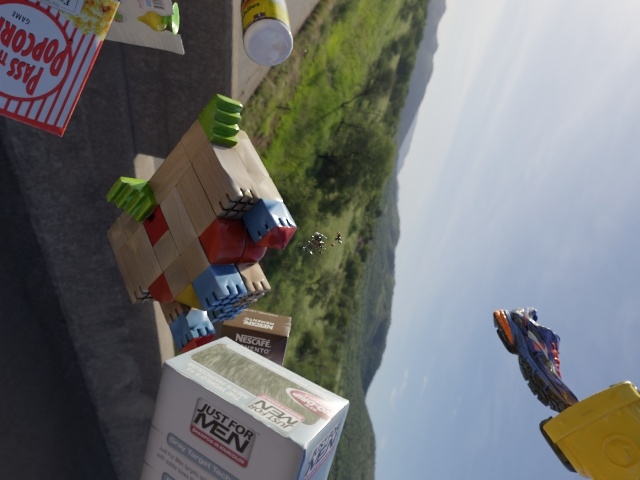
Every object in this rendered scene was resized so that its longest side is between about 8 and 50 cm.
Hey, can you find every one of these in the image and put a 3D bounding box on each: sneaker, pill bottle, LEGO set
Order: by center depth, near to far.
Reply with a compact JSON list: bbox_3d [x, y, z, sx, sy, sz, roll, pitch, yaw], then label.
[{"bbox_3d":[0.388,0.197,0.786,0.221,0.087,0.083,-106,171,-48],"label":"sneaker"},{"bbox_3d":[0.001,0.002,0.916,0.023,0.083,0.054,-120,-148,-49],"label":"LEGO set"},{"bbox_3d":[-0.135,-0.537,1.093,0.117,0.118,0.214,93,-11,-56],"label":"pill bottle"}]

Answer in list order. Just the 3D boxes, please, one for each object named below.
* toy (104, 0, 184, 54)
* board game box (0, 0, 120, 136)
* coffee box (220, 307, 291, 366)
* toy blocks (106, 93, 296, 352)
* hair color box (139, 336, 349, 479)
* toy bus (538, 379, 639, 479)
[{"bbox_3d":[-0.324,-0.350,0.647,0.137,0.238,0.056,121,-20,-75],"label":"toy"},{"bbox_3d":[-0.311,-0.226,0.467,0.193,0.045,0.147,-64,155,5],"label":"board game box"},{"bbox_3d":[-0.155,0.282,0.976,0.098,0.141,0.246,-85,-174,-74],"label":"coffee box"},{"bbox_3d":[-0.185,0.011,0.700,0.381,0.260,0.191,-40,157,27],"label":"toy blocks"},{"bbox_3d":[-0.114,0.329,0.524,0.114,0.186,0.374,-10,118,-63],"label":"hair color box"},{"bbox_3d":[0.451,0.336,0.643,0.220,0.150,0.211,44,15,-46],"label":"toy bus"}]
